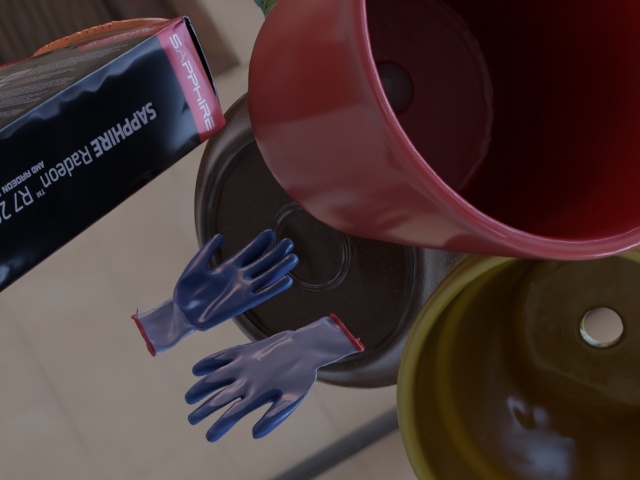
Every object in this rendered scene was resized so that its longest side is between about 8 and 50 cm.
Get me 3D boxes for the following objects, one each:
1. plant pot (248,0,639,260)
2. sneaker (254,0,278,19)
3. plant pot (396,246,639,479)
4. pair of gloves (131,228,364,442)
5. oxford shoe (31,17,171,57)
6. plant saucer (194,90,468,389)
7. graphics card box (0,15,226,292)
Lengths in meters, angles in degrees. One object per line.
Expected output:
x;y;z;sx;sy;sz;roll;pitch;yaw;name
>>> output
0.088;-0.111;1.162;0.275;0.275;0.243;63;-25;-6;plant pot
-0.026;-0.267;1.971;0.110;0.107;0.275;3;-81;40;sneaker
0.202;0.090;1.346;0.254;0.254;0.239;63;18;-6;plant pot
-0.066;0.076;1.550;0.198;0.159;0.023;53;-12;35;pair of gloves
-0.269;-0.121;1.954;0.364;0.130;0.132;-31;-109;38;oxford shoe
0.000;0.000;1.691;0.310;0.050;0.310;12;-66;29;plant saucer
-0.252;-0.025;1.190;0.233;0.371;0.094;-10;-72;33;graphics card box
